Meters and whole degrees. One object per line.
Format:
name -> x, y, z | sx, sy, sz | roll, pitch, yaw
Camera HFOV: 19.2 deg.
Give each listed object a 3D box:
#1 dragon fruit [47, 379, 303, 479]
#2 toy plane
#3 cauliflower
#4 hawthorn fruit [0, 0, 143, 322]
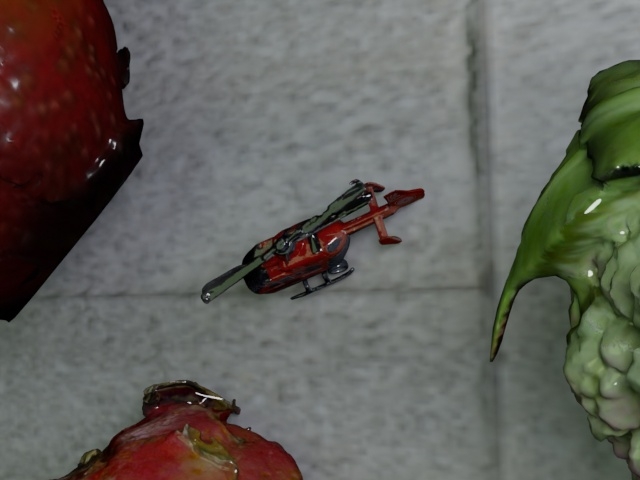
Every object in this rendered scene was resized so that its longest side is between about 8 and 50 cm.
dragon fruit -> -0.093, 0.221, 1.125 | 0.211, 0.147, 0.282 | -20, 75, 43
toy plane -> 0.000, 0.000, 1.090 | 0.145, 0.060, 0.037 | -26, 72, 27
cauliflower -> 0.229, 0.021, 0.774 | 0.315, 0.256, 0.239 | -3, 84, 15
hawthorn fruit -> -0.253, -0.087, 1.198 | 0.316, 0.316, 0.316 | 1, 91, 45
